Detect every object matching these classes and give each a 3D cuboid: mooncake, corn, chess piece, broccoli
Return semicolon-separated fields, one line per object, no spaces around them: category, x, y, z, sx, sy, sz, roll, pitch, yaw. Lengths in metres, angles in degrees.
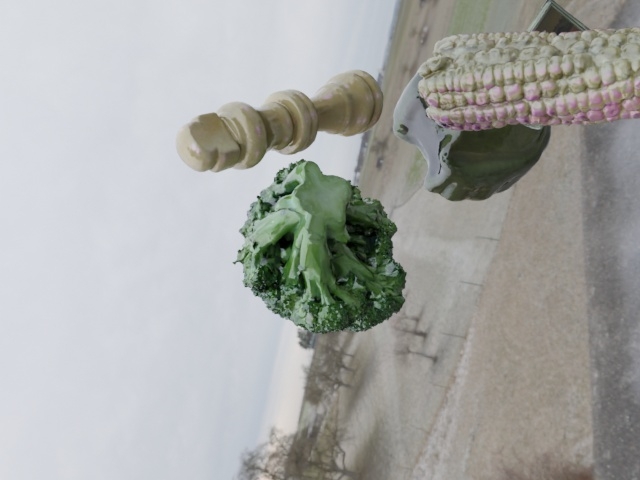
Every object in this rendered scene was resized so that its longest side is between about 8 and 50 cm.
mooncake;0.354;-0.272;1.209;0.187;0.351;0.351;104;177;-70
corn;0.284;-0.192;0.617;0.127;0.335;0.126;-23;-63;-56
chess piece;-0.055;-0.185;0.801;0.397;0.117;0.117;-30;-41;-43
broccoli;0.000;0.000;0.757;0.245;0.265;0.294;101;148;-68

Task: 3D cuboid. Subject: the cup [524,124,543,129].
cup;0.351;-0.231;0.811;0.083;0.054;0.075;-56;-33;0

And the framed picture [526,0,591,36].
framed picture;0.716;-0.598;1.612;0.252;0.197;0.014;-58;19;17
